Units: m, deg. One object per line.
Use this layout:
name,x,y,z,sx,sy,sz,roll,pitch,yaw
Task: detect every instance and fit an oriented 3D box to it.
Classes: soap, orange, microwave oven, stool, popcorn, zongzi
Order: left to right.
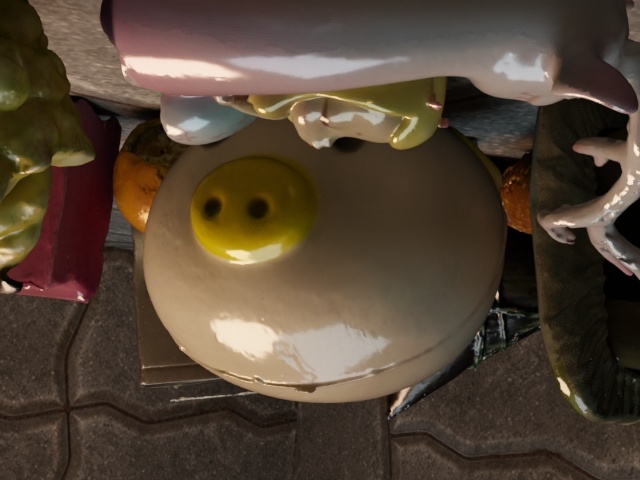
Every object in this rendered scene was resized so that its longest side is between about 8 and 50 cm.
popcorn,-0.300,-0.098,0.785,0.292,0.237,0.293,10,173,1
soap,-0.440,-0.057,1.356,0.359,0.233,0.128,4,172,20
orange,-0.181,-0.078,1.324,0.154,0.155,0.134,2,147,30
microwave oven,-0.200,0.088,1.913,0.236,0.375,0.432,-3,171,-8
zongzi,0.223,0.074,1.461,0.383,0.362,0.319,5,-167,-21
stool,0.344,0.004,0.954,0.226,0.311,0.310,-9,168,33

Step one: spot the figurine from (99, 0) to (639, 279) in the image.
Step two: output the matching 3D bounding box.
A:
figurine,0.084,-0.113,0.624,0.315,0.207,0.284,10,170,17

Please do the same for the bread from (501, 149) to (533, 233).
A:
bread,0.283,-0.061,1.250,0.131,0.103,0.172,6,173,-6

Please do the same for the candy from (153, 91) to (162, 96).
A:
candy,-0.130,-0.137,1.222,0.194,0.062,0.058,28,-157,-54

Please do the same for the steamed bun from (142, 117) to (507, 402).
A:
steamed bun,0.002,0.004,1.114,0.373,0.334,0.334,4,174,27

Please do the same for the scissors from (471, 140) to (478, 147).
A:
scissors,0.074,-0.083,1.345,0.256,0.125,0.030,-14,175,30
